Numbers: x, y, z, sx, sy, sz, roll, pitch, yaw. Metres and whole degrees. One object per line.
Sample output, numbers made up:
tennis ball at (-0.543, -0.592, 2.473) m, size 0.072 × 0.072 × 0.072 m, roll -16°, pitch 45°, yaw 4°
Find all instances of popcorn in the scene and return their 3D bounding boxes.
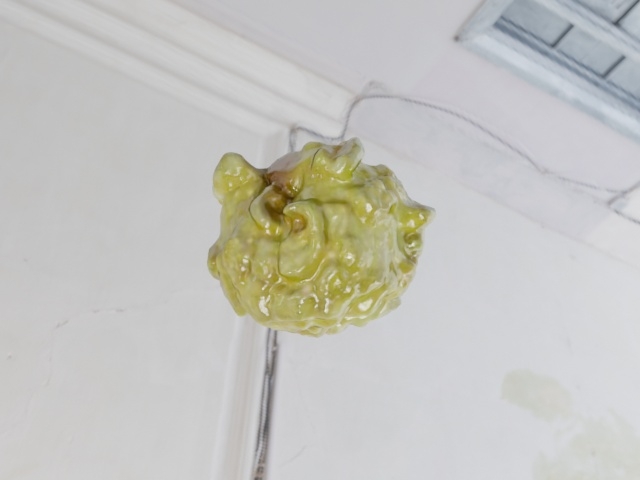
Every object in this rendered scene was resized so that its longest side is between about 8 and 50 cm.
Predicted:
popcorn at (-0.006, -0.010, 0.748) m, size 0.217 × 0.235 × 0.181 m, roll 63°, pitch -162°, yaw 15°
